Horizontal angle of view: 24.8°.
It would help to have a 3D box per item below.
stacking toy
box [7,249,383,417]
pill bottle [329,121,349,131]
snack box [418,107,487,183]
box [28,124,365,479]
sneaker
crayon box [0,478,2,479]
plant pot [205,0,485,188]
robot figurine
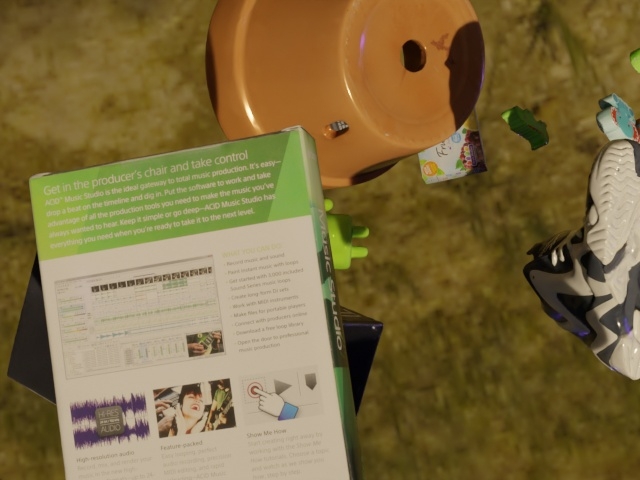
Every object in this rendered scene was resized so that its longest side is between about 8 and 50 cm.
[{"bbox_3d":[0.311,-0.096,1.428,0.167,0.052,0.221,-27,135,37],"label":"stacking toy"},{"bbox_3d":[-0.143,0.127,1.672,0.294,0.182,0.296,24,-168,37],"label":"box"},{"bbox_3d":[-0.018,-0.206,2.211,0.246,0.130,0.130,-3,165,23],"label":"pill bottle"},{"bbox_3d":[0.196,-0.167,2.255,0.100,0.141,0.037,-13,165,11],"label":"snack box"},{"bbox_3d":[-0.097,0.087,1.157,0.232,0.322,0.058,-9,174,10],"label":"box"},{"bbox_3d":[0.242,0.002,1.340,0.094,0.153,0.235,-35,126,-24],"label":"sneaker"},{"bbox_3d":[-0.438,0.347,1.847,0.081,0.165,0.278,-43,-145,-21],"label":"crayon box"},{"bbox_3d":[0.044,-0.201,1.629,0.291,0.290,0.203,1,-179,-33],"label":"plant pot"},{"bbox_3d":[0.000,0.000,1.745,0.115,0.101,0.067,4,179,1],"label":"robot figurine"}]
